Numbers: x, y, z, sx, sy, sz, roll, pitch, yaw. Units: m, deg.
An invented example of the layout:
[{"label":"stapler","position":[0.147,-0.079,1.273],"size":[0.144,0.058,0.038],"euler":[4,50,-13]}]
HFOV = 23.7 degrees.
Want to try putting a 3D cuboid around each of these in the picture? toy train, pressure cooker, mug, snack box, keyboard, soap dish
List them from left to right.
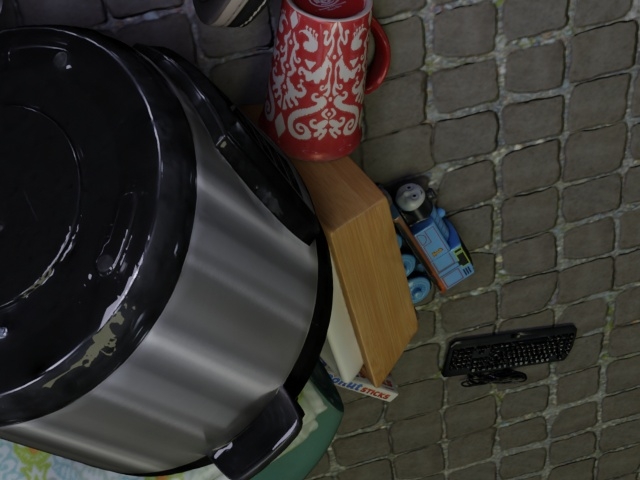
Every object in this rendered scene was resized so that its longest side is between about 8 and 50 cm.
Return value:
[{"label":"pressure cooker","position":[-0.195,0.028,1.442],"size":[0.375,0.370,0.420],"euler":[-2,161,25]},{"label":"soap dish","position":[0.000,0.000,1.702],"size":[0.118,0.229,0.291],"euler":[-32,141,-12]},{"label":"mug","position":[0.004,-0.193,1.593],"size":[0.113,0.150,0.169],"euler":[18,133,11]},{"label":"snack box","position":[0.026,0.163,2.001],"size":[0.178,0.064,0.022],"euler":[21,127,-38]},{"label":"toy train","position":[0.112,-0.001,1.851],"size":[0.105,0.080,0.184],"euler":[-34,136,2]},{"label":"keyboard","position":[0.266,0.170,2.131],"size":[0.192,0.038,0.100],"euler":[-6,138,-15]}]

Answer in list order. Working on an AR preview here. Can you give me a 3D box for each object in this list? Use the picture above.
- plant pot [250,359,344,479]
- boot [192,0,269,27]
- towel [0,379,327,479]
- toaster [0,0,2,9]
[{"label":"plant pot","position":[-0.115,0.196,1.824],"size":[0.235,0.293,0.293],"euler":[-34,138,5]},{"label":"boot","position":[0.073,-0.323,1.438],"size":[0.284,0.138,0.377],"euler":[15,123,-34]},{"label":"towel","position":[-0.223,0.154,1.648],"size":[0.374,0.320,0.090],"euler":[-29,154,-11]},{"label":"toaster","position":[-0.403,-0.223,1.366],"size":[0.185,0.110,0.168],"euler":[-39,135,21]}]
